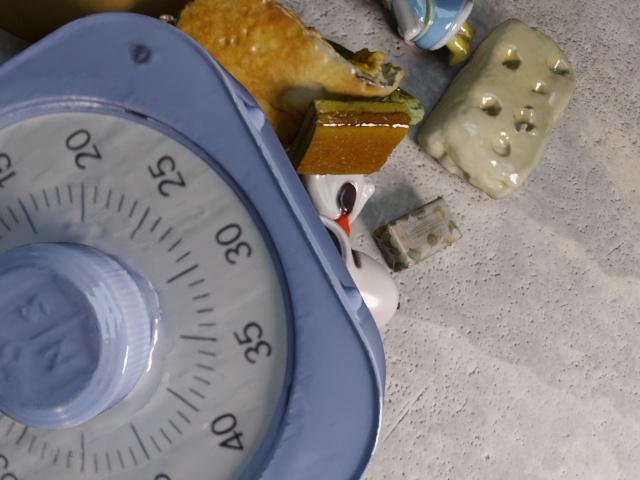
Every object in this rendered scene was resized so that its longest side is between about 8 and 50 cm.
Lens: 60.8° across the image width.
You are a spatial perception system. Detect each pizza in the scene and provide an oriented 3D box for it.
[{"bbox_3d":[-0.106,-0.147,0.526,0.365,0.182,0.074,-12,43,12],"label":"pizza"}]

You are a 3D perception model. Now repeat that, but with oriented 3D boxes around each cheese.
[{"bbox_3d":[0.254,-0.185,0.749,0.159,0.093,0.263,39,65,-8],"label":"cheese"}]

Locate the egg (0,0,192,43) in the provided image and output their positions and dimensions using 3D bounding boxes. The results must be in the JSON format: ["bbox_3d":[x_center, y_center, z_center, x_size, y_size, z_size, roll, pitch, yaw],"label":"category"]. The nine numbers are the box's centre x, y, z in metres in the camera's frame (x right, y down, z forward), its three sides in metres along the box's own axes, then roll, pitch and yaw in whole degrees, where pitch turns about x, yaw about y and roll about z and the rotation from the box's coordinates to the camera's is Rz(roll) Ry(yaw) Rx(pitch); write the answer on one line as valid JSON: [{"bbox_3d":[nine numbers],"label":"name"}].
[{"bbox_3d":[-0.204,-0.325,0.526,0.250,0.250,0.322,40,70,-6],"label":"egg"}]

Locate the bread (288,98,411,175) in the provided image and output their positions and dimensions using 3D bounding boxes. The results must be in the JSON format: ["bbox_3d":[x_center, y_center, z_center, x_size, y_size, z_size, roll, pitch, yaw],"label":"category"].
[{"bbox_3d":[0.025,-0.096,0.517,0.094,0.090,0.035,-3,67,-21],"label":"bread"}]

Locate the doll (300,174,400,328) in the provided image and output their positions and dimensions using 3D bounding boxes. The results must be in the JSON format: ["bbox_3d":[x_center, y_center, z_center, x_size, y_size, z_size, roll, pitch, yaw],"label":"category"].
[{"bbox_3d":[-0.015,-0.011,0.586,0.208,0.143,0.272,-4,79,-43],"label":"doll"}]

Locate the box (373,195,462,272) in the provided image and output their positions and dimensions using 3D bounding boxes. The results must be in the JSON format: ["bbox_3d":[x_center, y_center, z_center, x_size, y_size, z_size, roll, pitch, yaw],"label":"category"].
[{"bbox_3d":[0.120,-0.008,0.673,0.098,0.045,0.062,-28,87,-26],"label":"box"}]

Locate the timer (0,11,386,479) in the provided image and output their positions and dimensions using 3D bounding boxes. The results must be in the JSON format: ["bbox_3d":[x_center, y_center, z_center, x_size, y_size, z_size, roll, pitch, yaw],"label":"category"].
[{"bbox_3d":[-0.167,0.065,0.406,0.394,0.173,0.396,0,91,6],"label":"timer"}]

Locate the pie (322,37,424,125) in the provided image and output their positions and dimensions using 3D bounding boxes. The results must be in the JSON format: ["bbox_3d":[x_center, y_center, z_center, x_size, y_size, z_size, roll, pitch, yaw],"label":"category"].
[{"bbox_3d":[0.038,-0.189,0.641,0.186,0.041,0.187,23,25,-12],"label":"pie"}]

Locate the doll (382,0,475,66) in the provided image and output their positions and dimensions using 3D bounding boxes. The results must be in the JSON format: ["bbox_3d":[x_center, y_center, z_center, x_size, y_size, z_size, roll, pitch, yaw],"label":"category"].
[{"bbox_3d":[0.112,-0.336,0.735,0.240,0.099,0.135,28,90,-10],"label":"doll"}]
